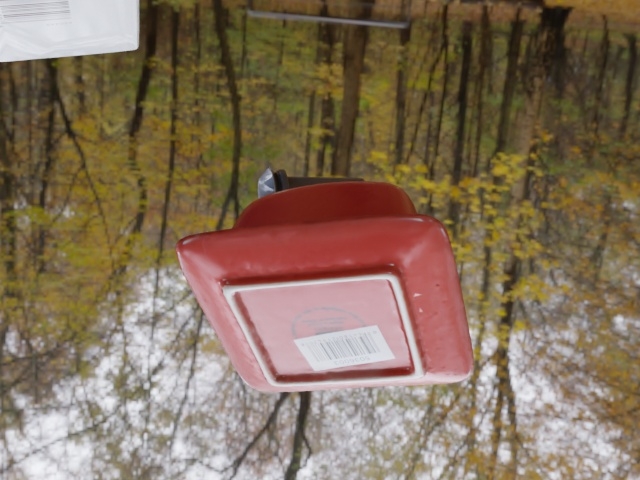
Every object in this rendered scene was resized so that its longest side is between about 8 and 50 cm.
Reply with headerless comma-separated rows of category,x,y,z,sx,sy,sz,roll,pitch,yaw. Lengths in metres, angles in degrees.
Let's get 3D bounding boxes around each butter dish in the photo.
butter dish,0.011,0.015,0.521,0.160,0.160,0.118,-6,-136,14

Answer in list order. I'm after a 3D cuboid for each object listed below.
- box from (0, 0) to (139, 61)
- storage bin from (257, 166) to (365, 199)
box,-0.248,-0.341,0.618,0.168,0.345,0.215,-9,171,-14
storage bin,0.000,0.000,0.729,0.091,0.135,0.098,-6,174,-15
